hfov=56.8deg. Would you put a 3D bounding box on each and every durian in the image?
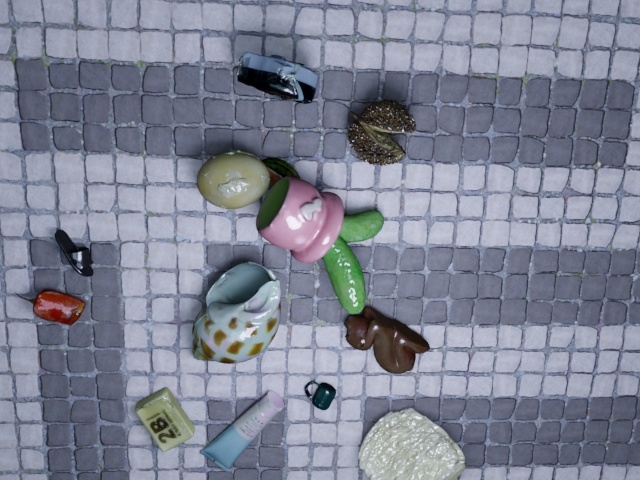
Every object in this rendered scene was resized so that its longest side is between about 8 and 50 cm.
[{"bbox_3d":[0.159,-0.302,1.622,0.195,0.167,0.196,0,91,8],"label":"durian"}]

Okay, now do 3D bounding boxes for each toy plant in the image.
[{"bbox_3d":[-0.002,-0.003,1.622,0.356,0.210,0.317,32,62,-32],"label":"toy plant"}]

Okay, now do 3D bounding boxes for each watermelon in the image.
[{"bbox_3d":[-0.108,-0.175,1.675,0.163,0.069,0.087,42,96,-10],"label":"watermelon"}]

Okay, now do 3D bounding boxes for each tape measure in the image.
[{"bbox_3d":[-0.098,-0.427,1.562,0.181,0.181,0.107,19,99,29],"label":"tape measure"}]

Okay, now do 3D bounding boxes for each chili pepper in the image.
[{"bbox_3d":[-0.785,0.183,1.705,0.192,0.084,0.086,21,68,-11],"label":"chili pepper"}]

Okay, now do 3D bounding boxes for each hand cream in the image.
[{"bbox_3d":[-0.238,0.600,1.860,0.111,0.070,0.312,42,105,-13],"label":"hand cream"}]

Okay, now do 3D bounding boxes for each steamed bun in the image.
[{"bbox_3d":[0.277,0.669,1.830,0.290,0.273,0.272,-35,60,1],"label":"steamed bun"}]

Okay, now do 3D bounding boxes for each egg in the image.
[{"bbox_3d":[-0.238,-0.164,1.624,0.201,0.164,0.165,-7,104,1],"label":"egg"}]

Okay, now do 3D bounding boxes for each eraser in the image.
[{"bbox_3d":[-0.480,0.554,1.824,0.117,0.058,0.172,-28,103,2],"label":"eraser"}]

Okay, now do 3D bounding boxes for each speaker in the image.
[{"bbox_3d":[-0.004,0.478,1.838,0.094,0.060,0.076,24,99,-9],"label":"speaker"}]

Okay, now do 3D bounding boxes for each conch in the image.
[{"bbox_3d":[-0.249,0.229,1.699,0.367,0.197,0.250,-26,67,7],"label":"conch"}]

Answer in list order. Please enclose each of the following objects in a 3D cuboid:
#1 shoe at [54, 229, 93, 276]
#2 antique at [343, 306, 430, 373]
[{"bbox_3d":[-0.692,0.031,1.685,0.053,0.062,0.159,-31,99,16],"label":"shoe"},{"bbox_3d":[0.187,0.306,1.787,0.256,0.121,0.143,30,108,-17],"label":"antique"}]
